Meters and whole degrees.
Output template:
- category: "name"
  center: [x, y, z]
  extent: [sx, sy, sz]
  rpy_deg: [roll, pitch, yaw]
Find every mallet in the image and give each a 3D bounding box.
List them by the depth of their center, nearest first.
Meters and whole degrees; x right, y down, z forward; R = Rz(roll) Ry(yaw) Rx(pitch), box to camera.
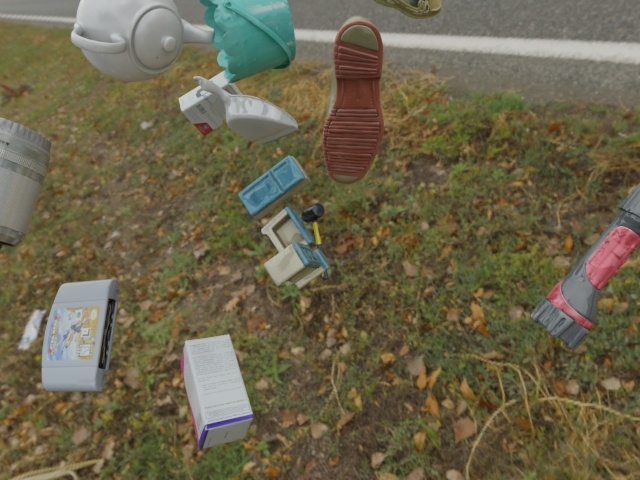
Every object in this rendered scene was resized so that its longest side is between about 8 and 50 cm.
- category: "mallet"
  center: [0.000, 0.000, 1.376]
  extent: [0.039, 0.189, 0.062]
  rpy_deg: [-4, -20, -34]

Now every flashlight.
- category: "flashlight"
  center: [0.499, 0.046, 0.981]
  extent: [0.103, 0.103, 0.304]
  rpy_deg: [42, 103, 26]

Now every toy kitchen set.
- category: "toy kitchen set"
  center: [-0.055, -0.039, 0.936]
  extent: [0.122, 0.207, 0.166]
  rpy_deg: [-36, -13, 8]

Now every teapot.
- category: "teapot"
  center: [-0.402, -0.462, 1.262]
  extent: [0.187, 0.252, 0.256]
  rpy_deg: [29, 79, 26]

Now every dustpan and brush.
- category: "dustpan and brush"
  center: [-0.162, -0.264, 1.127]
  extent: [0.147, 0.211, 0.060]
  rpy_deg: [-8, 73, 49]

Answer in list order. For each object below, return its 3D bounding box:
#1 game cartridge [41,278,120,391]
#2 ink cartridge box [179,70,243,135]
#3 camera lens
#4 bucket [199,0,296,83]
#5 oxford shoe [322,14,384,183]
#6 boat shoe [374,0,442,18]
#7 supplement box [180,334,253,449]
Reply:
- category: "game cartridge"
  center: [-0.649, 0.254, 1.516]
  extent: [0.198, 0.062, 0.297]
  rpy_deg: [-5, 70, 15]
- category: "ink cartridge box"
  center: [-0.336, -0.432, 1.784]
  extent: [0.175, 0.127, 0.072]
  rpy_deg: [-28, 53, 10]
- category: "camera lens"
  center: [-0.759, -0.129, 1.283]
  extent: [0.219, 0.219, 0.274]
  rpy_deg: [7, 77, 39]
- category: "bucket"
  center: [-0.185, -0.546, 1.420]
  extent: [0.183, 0.281, 0.281]
  rpy_deg: [-19, 32, -9]
- category: "oxford shoe"
  center: [0.084, -0.327, 1.339]
  extent: [0.140, 0.397, 0.146]
  rpy_deg: [7, 33, -2]
- category: "boat shoe"
  center: [0.170, -0.460, 1.063]
  extent: [0.153, 0.056, 0.048]
  rpy_deg: [9, 1, -23]
- category: "supplement box"
  center: [-0.243, 0.343, 1.297]
  extent: [0.114, 0.111, 0.220]
  rpy_deg: [-6, 52, -26]
